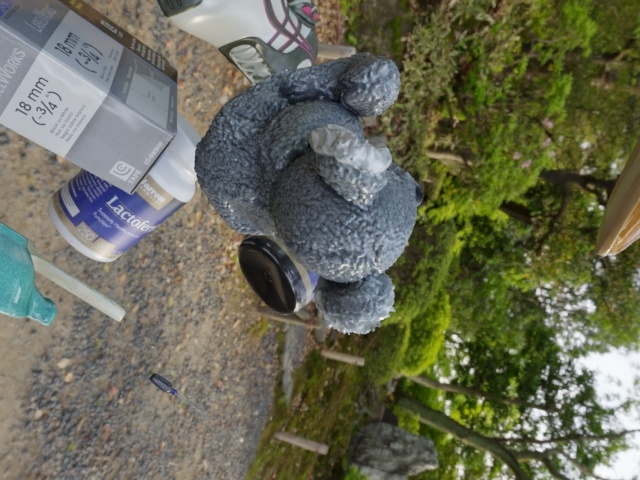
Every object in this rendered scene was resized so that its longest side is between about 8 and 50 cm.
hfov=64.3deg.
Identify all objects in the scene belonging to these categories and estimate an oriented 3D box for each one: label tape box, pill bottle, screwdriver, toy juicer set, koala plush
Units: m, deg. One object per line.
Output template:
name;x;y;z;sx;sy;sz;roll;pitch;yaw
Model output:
label tape box;-0.339;-0.228;0.602;0.106;0.334;0.240;-46;-145;20
pill bottle;0.000;0.000;0.736;0.219;0.123;0.122;-36;146;-33
screwdriver;-0.305;0.341;1.110;0.024;0.170;0.025;-47;-152;-9
pill bottle;-0.317;-0.096;0.881;0.265;0.153;0.153;-38;173;6
toy juicer set;-0.318;0.000;0.406;0.089;0.209;0.329;-58;167;-16
koala plush;0.004;-0.039;0.441;0.221;0.204;0.196;-121;-155;-52

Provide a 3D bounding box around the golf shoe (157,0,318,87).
golf shoe;-0.070;-0.236;0.594;0.273;0.105;0.120;-27;110;-60

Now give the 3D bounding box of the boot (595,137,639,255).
boot;0.413;-0.073;0.451;0.104;0.211;0.294;-37;152;-64
